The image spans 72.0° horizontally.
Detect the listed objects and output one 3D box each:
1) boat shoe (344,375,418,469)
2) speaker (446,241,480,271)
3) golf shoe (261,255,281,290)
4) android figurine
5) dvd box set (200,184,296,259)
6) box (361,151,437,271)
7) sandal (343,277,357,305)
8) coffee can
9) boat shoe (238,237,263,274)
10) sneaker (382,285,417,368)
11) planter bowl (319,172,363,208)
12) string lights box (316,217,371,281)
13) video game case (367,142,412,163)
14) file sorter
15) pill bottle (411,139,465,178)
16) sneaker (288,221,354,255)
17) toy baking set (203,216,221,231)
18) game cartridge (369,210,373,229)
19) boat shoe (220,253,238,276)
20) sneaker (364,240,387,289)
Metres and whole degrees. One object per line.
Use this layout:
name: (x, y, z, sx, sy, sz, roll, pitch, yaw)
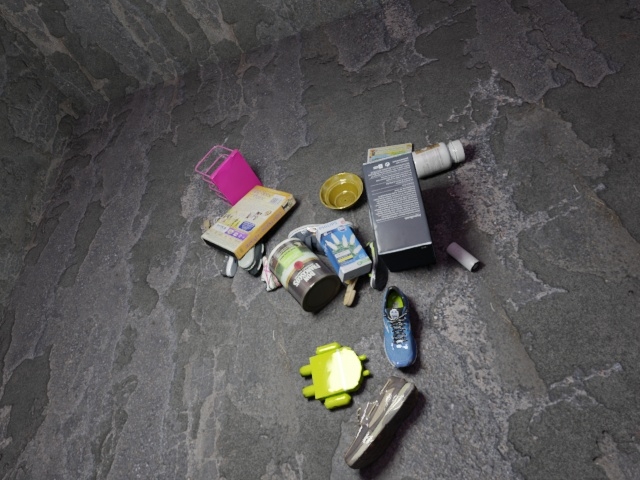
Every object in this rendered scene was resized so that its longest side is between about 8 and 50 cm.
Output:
boat shoe: (0.199, 0.632, 1.548, 0.355, 0.132, 0.130, -44, 43, -20)
speaker: (0.581, 0.066, 1.798, 0.055, 0.055, 0.136, -40, 53, -7)
golf shoe: (-0.248, 0.151, 2.062, 0.085, 0.067, 0.186, -28, 53, 4)
android figurine: (0.055, 0.516, 1.709, 0.272, 0.056, 0.248, -20, 53, 9)
dvd box set: (-0.362, -0.105, 2.208, 0.307, 0.062, 0.420, 18, 57, 42)
box: (0.328, -0.106, 1.813, 0.211, 0.293, 0.396, -14, 68, 14)
sandal: (0.117, 0.157, 1.888, 0.079, 0.088, 0.240, 21, 65, -12)
coffee can: (-0.075, 0.147, 1.909, 0.201, 0.201, 0.275, -41, 54, -8)
boat shoe: (-0.332, 0.041, 2.154, 0.114, 0.091, 0.303, -18, 40, 24)
sneaker: (0.287, 0.324, 1.687, 0.129, 0.147, 0.330, -13, 55, 13)
planter bowl: (0.112, -0.218, 2.149, 0.217, 0.090, 0.217, -11, 54, 15)
string lights box: (0.095, 0.037, 1.870, 0.133, 0.077, 0.260, -20, 57, -17)
video game case: (0.346, -0.392, 2.212, 0.226, 0.026, 0.207, -5, 57, 20)
file sorter: (-0.488, -0.332, 2.339, 0.182, 0.291, 0.202, 26, 71, 36)
pill bottle: (0.547, -0.386, 2.062, 0.229, 0.131, 0.131, -18, 54, 9)
sneaker: (0.000, 0.000, 2.027, 0.320, 0.126, 0.128, -11, 49, 13)
toy baking set: (-0.524, -0.046, 2.329, 0.256, 0.030, 0.197, 1, 56, 22)
game cartridge: (0.330, -0.180, 2.063, 0.198, 0.062, 0.297, 2, 59, 18)
boat shoe: (-0.445, 0.074, 2.191, 0.076, 0.080, 0.229, 1, 66, 20)
sneaker: (0.228, 0.111, 1.912, 0.097, 0.084, 0.235, -23, 48, 39)
